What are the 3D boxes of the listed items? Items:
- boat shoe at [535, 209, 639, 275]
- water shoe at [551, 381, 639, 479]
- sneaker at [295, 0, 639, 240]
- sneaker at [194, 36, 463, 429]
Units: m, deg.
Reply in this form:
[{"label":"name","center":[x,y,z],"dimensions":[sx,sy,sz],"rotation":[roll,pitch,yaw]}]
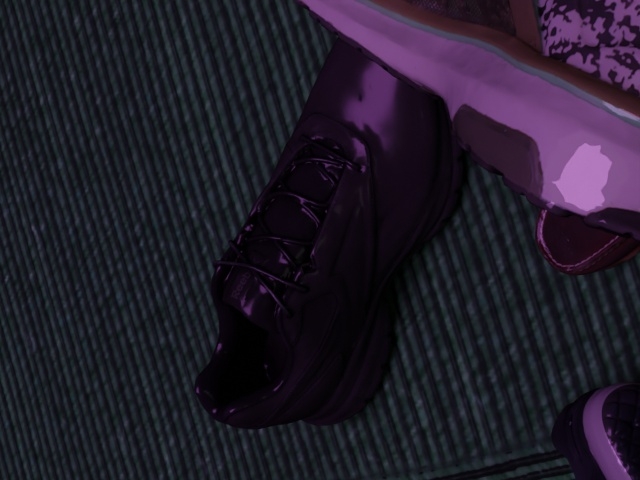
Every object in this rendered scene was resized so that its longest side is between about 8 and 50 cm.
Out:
[{"label":"boat shoe","center":[0.178,-0.058,0.843],"dimensions":[0.073,0.073,0.207],"rotation":[46,125,21]},{"label":"water shoe","center":[0.201,0.178,0.882],"dimensions":[0.203,0.073,0.080],"rotation":[69,156,7]},{"label":"sneaker","center":[0.120,-0.143,0.783],"dimensions":[0.182,0.158,0.410],"rotation":[-61,35,15]},{"label":"sneaker","center":[0.000,0.000,0.961],"dimensions":[0.109,0.130,0.286],"rotation":[27,113,35]}]
